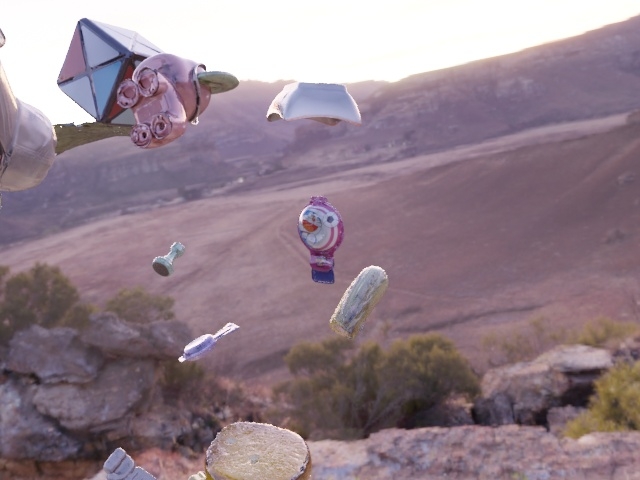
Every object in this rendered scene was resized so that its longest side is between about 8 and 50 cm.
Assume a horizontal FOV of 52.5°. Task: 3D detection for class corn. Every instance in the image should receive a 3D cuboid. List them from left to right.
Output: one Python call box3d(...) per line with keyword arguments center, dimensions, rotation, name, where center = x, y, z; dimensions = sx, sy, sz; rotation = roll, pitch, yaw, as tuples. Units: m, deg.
box3d(center=(0.137, 0.214, 2.238), dimensions=(0.305, 0.122, 0.123), rotation=(-55, 3, -36), name="corn")

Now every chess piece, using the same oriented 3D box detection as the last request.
box3d(center=(-0.447, 0.053, 1.929), dimensions=(0.067, 0.067, 0.103), rotation=(-4, 37, 32), name="chess piece")

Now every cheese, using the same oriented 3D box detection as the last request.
box3d(center=(-0.327, 0.297, 1.889), dimensions=(0.190, 0.042, 0.105), rotation=(-33, 13, -20), name="cheese")
box3d(center=(0.000, 0.000, 1.777), dimensions=(0.155, 0.244, 0.062), rotation=(6, 14, 34), name="cheese")

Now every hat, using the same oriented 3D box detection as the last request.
box3d(center=(-0.597, -0.225, 1.241), dimensions=(0.161, 0.275, 0.232), rotation=(-18, 47, -26), name="hat")

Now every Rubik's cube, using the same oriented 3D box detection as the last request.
box3d(center=(-0.628, -0.516, 2.027), dimensions=(0.246, 0.250, 0.248), rotation=(37, 22, 20), name="Rubik's cube")

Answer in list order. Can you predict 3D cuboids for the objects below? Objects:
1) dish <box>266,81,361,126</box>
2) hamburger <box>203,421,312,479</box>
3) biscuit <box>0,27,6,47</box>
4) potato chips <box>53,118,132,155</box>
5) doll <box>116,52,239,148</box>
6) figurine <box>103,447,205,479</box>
box3d(center=(-0.015, -0.263, 1.255), dimensions=(0.151, 0.077, 0.212), rotation=(2, 10, -14), name="dish")
box3d(center=(-0.098, 0.394, 1.064), dimensions=(0.190, 0.118, 0.181), rotation=(13, 23, 33), name="hamburger")
box3d(center=(-0.940, -0.598, 1.702), dimensions=(0.040, 0.188, 0.265), rotation=(-25, -26, 18), name="biscuit")
box3d(center=(-0.787, -0.357, 2.268), dimensions=(0.389, 0.097, 0.373), rotation=(-12, 6, -1), name="potato chips")
box3d(center=(-0.352, -0.337, 1.582), dimensions=(0.284, 0.217, 0.268), rotation=(-17, -1, 29), name="doll")
box3d(center=(-0.309, 0.509, 1.101), dimensions=(0.308, 0.143, 0.308), rotation=(19, 26, -9), name="figurine")
